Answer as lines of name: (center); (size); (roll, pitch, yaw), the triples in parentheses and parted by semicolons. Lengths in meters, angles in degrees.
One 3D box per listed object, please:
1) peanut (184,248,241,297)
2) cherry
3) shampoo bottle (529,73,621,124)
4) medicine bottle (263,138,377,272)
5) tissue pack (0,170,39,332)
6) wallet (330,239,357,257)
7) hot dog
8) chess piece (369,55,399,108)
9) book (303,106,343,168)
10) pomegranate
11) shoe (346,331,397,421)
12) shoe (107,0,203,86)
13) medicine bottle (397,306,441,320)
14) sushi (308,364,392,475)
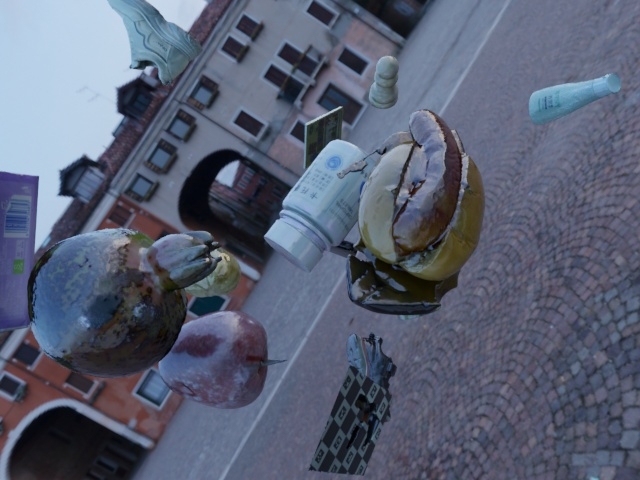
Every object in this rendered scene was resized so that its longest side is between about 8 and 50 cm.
peanut: (-0.339, 0.074, 1.524); (0.319, 0.147, 0.147); (17, 71, 46)
cherry: (-0.214, 0.268, 1.250); (0.212, 0.286, 0.235); (-80, -14, -68)
shampoo bottle: (0.473, -0.269, 1.043); (0.191, 0.041, 0.069); (180, 92, -69)
medicine bottle: (0.007, -0.079, 1.297); (0.292, 0.170, 0.170); (-53, 5, -11)
tissue pack: (-0.710, 0.023, 1.096); (0.242, 0.160, 0.337); (3, -87, -65)
wallet: (0.000, 0.000, 1.427); (0.110, 0.198, 0.031); (85, -155, -79)
hot dog: (0.125, -0.069, 0.723); (0.107, 0.194, 0.325); (106, 169, -54)
chess piece: (0.200, -0.488, 1.696); (0.094, 0.094, 0.170); (-60, -11, -20)
book: (0.010, -0.346, 1.864); (0.192, 0.013, 0.167); (-36, -37, -38)
pomegranate: (-0.328, 0.087, 0.979); (0.341, 0.284, 0.285); (-28, 16, 17)
shoe: (0.179, 0.433, 1.782); (0.114, 0.137, 0.290); (137, 121, -64)
shoe: (-0.586, -0.667, 1.841); (0.210, 0.342, 0.132); (-54, 8, 2)
medicine bottle: (0.282, 0.093, 1.861); (0.152, 0.322, 0.151); (-19, -1, 0)
sushi: (0.056, 0.354, 1.085); (0.279, 0.043, 0.192); (43, -113, -55)
